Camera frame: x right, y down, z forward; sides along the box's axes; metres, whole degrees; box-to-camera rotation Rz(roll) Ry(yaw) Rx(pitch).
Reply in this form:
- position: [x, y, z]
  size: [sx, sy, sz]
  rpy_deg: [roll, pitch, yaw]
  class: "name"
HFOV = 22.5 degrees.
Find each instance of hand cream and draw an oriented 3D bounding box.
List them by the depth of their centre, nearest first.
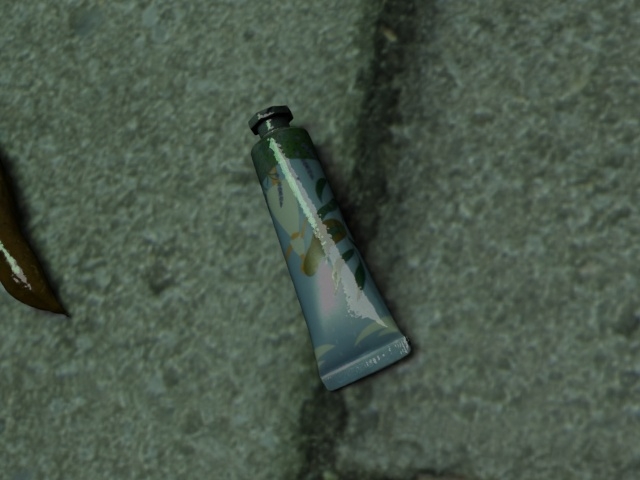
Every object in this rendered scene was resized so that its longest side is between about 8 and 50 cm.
- position: [0.000, 0.000, 1.405]
  size: [0.088, 0.055, 0.256]
  rpy_deg: [-27, 72, 17]
  class: "hand cream"

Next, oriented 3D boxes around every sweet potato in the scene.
- position: [-0.318, -0.033, 1.534]
  size: [0.067, 0.067, 0.274]
  rpy_deg: [-35, 70, 9]
  class: "sweet potato"
